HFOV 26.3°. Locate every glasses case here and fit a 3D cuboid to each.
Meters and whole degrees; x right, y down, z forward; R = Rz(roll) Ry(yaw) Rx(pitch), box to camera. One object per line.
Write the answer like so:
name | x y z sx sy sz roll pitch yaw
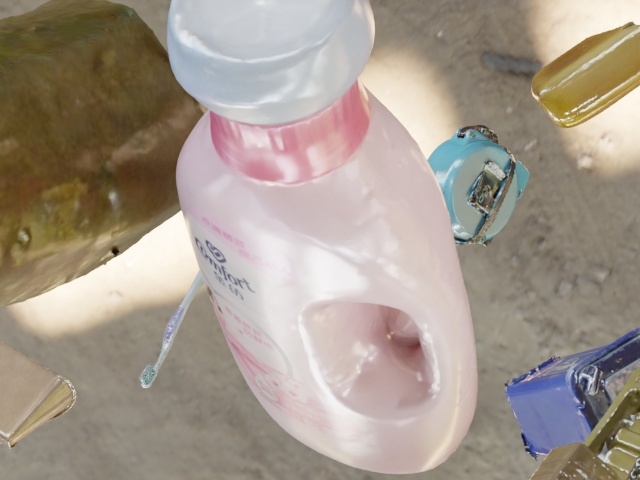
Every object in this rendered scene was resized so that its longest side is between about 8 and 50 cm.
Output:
glasses case | -0.324 0.139 1.244 0.193 0.102 0.070 25 147 24

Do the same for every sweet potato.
sweet potato | -0.181 -0.035 0.695 0.157 0.369 0.158 16 119 32

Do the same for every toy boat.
toy boat | 0.264 0.320 1.525 0.136 0.445 0.162 18 143 44

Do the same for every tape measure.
tape measure | 0.182 -0.066 1.675 0.125 0.146 0.081 35 167 -39

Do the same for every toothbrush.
toothbrush | -0.113 0.065 1.076 0.011 0.131 0.013 1 132 24

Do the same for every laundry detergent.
laundry detergent | 0.000 0.000 0.652 0.159 0.088 0.335 23 153 21

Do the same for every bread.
bread | 0.207 -0.125 1.004 0.103 0.062 0.049 -34 107 13

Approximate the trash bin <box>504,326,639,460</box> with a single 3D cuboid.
trash bin | 0.375 0.231 1.861 0.234 0.162 0.184 -19 96 63
